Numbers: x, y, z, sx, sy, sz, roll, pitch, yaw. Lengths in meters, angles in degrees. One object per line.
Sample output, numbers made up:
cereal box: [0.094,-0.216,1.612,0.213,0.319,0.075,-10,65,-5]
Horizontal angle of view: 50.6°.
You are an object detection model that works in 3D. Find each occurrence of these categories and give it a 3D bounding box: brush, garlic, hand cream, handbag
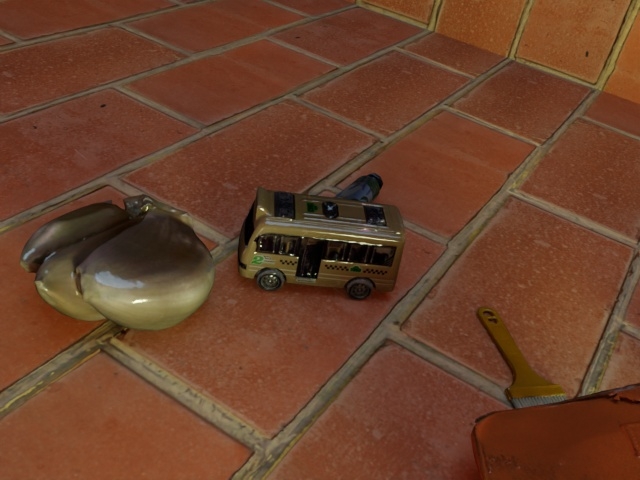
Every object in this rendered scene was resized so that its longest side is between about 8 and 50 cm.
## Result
brush: [0.333,0.204,1.154,0.103,0.013,0.272,1,35,-16]
garlic: [-0.310,0.042,1.090,0.279,0.132,0.325,17,33,8]
hand cream: [0.050,-0.067,1.423,0.091,0.058,0.271,25,42,24]
handbag: [0.340,0.329,0.752,0.303,0.116,0.410,-13,22,10]

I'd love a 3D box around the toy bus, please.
toy bus: [0.000,0.000,1.217,0.289,0.157,0.139,7,35,-7]
